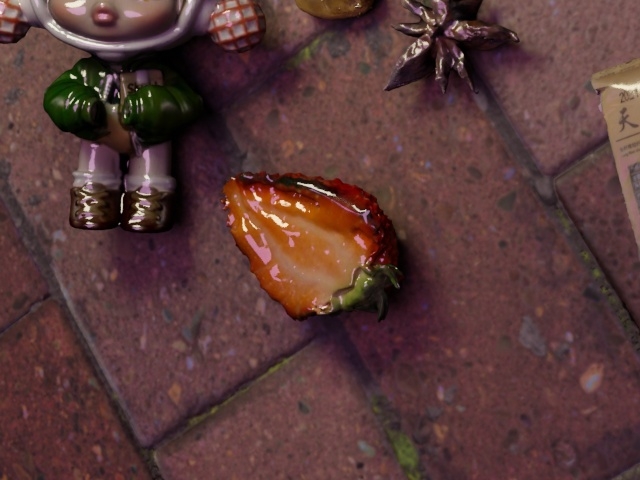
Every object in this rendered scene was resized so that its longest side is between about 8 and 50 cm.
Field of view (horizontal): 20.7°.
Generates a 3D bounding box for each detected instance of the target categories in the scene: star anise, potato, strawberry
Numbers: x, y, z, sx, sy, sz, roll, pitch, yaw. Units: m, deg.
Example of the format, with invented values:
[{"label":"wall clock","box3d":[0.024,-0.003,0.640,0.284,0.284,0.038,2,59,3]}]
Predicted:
[{"label":"star anise","box3d":[0.105,-0.181,1.606,0.129,0.056,0.124,-42,74,19]},{"label":"potato","box3d":[0.014,-0.235,1.659,0.083,0.040,0.051,0,85,24]},{"label":"strawberry","box3d":[0.002,0.003,1.641,0.192,0.085,0.140,2,99,31]}]

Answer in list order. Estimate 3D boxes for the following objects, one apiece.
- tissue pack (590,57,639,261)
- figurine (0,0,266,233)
[{"label":"tissue pack","box3d":[0.372,-0.074,1.445,0.256,0.123,0.215,-17,81,24]},{"label":"figurine","box3d":[-0.189,-0.193,1.696,0.281,0.167,0.370,2,100,6]}]
